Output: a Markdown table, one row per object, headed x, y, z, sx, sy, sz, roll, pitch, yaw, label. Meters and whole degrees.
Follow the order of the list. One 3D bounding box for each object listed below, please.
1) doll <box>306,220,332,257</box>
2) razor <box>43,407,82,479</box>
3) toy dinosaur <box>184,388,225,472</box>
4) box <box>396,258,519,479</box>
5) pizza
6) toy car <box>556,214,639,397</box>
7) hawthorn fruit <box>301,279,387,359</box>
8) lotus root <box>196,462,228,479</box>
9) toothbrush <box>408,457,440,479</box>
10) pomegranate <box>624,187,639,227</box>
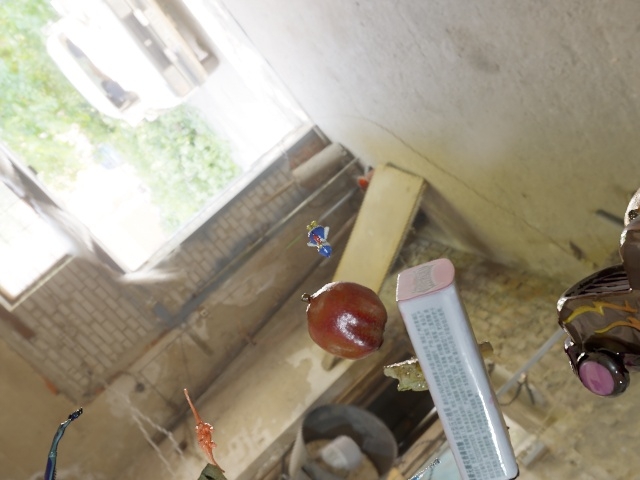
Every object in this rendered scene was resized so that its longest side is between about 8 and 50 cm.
| x | y | z | sx | sy | sz | roll | pitch | yaw | label |
| --- | --- | --- | --- | --- | --- | --- | --- | --- | --- |
| 0.000 | 0.000 | 2.036 | 0.058 | 0.099 | 0.142 | 17 | -141 | -51 | doll |
| -0.466 | 0.371 | 1.082 | 0.028 | 0.044 | 0.154 | 39 | -144 | -32 | razor |
| -0.360 | 0.580 | 1.863 | 0.101 | 0.056 | 0.279 | -45 | 61 | 60 | toy dinosaur |
| 0.242 | 0.230 | 1.070 | 0.190 | 0.112 | 0.369 | -57 | -54 | -72 | box |
| 0.279 | 0.308 | 1.460 | 0.223 | 0.324 | 0.089 | -28 | 72 | 40 | pizza |
| 0.502 | 0.076 | 0.908 | 0.341 | 0.271 | 0.240 | -26 | 87 | 57 | toy car |
| 0.044 | 0.166 | 1.286 | 0.188 | 0.168 | 0.169 | 17 | 171 | -4 | hawthorn fruit |
| -0.252 | 0.623 | 1.422 | 0.144 | 0.143 | 0.070 | 33 | 143 | 19 | lotus root |
| 0.161 | 0.446 | 1.111 | 0.014 | 0.162 | 0.017 | 49 | -157 | 16 | toothbrush |
| 0.722 | -0.040 | 1.242 | 0.191 | 0.191 | 0.191 | 45 | 170 | 11 | pomegranate |
